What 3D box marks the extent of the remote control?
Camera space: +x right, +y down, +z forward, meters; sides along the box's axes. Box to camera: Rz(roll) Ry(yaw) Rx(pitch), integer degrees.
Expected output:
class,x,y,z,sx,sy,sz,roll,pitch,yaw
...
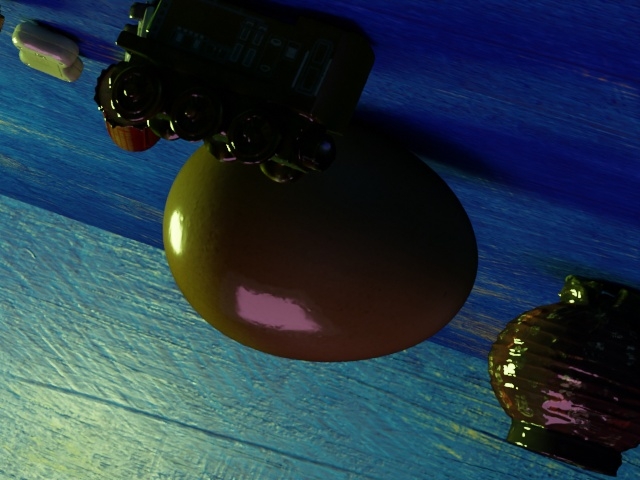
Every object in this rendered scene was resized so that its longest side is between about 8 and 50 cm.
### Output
class,x,y,z,sx,sy,sz,roll,pitch,yaw
remote control,-0.298,-0.208,2.056,0.074,0.032,0.122,21,172,-2

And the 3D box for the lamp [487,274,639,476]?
class,x,y,z,sx,sy,sz,roll,pitch,yaw
lamp,0.321,0.162,2.267,0.247,0.247,0.247,21,172,3

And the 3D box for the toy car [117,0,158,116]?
class,x,y,z,sx,sy,sz,roll,pitch,yaw
toy car,-0.129,-0.160,1.731,0.112,0.112,0.139,6,-175,-9

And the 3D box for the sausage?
class,x,y,z,sx,sy,sz,roll,pitch,yaw
sausage,-0.210,-0.142,2.115,0.083,0.083,0.264,21,173,-2

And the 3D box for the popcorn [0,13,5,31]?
class,x,y,z,sx,sy,sz,roll,pitch,yaw
popcorn,-0.367,-0.229,1.937,0.082,0.083,0.057,-2,-140,-46

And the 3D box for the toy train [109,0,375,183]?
class,x,y,z,sx,sy,sz,roll,pitch,yaw
toy train,-0.073,-0.137,1.581,0.225,0.137,0.090,22,177,25

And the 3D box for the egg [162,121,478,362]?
class,x,y,z,sx,sy,sz,roll,pitch,yaw
egg,0.000,0.000,1.895,0.322,0.250,0.250,13,171,7
